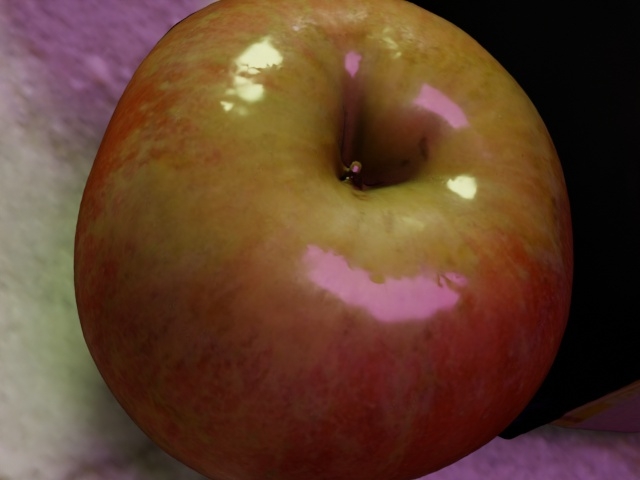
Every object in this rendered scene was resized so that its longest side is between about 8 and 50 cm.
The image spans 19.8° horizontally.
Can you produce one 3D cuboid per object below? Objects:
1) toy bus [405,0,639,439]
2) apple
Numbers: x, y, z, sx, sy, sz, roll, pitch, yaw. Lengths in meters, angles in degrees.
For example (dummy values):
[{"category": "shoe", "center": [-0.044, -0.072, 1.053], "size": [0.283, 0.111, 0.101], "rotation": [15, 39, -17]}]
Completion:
[{"category": "toy bus", "center": [0.142, -0.099, 0.872], "size": [0.162, 0.171, 0.386], "rotation": [14, 59, -39]}, {"category": "apple", "center": [0.000, 0.000, 0.724], "size": [0.209, 0.164, 0.209], "rotation": [11, 56, -17]}]
